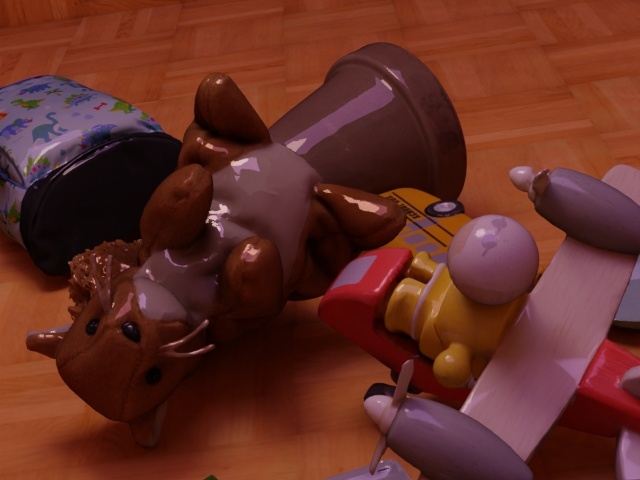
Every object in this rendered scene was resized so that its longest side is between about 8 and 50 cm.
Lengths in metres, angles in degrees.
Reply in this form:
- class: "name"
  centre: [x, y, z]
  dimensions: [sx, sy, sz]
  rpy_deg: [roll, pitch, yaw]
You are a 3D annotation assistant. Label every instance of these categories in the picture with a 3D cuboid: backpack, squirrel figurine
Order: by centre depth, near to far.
- class: "squirrel figurine"
  centre: [-0.159, 0.064, 1.542]
  dimensions: [0.370, 0.281, 0.397]
  rpy_deg: [-53, 6, -25]
- class: "backpack"
  centre: [-0.391, -0.113, 2.007]
  dimensions: [0.290, 0.273, 0.355]
  rpy_deg: [-28, 18, -23]

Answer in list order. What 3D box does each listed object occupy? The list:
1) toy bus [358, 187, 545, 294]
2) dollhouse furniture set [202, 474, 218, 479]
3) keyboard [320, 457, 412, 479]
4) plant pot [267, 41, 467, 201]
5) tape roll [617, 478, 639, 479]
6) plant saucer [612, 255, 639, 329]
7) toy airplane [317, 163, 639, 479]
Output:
- class: "toy bus"
  centre: [0.152, 0.037, 1.626]
  dimensions: [0.130, 0.108, 0.332]
  rpy_deg: [-17, 26, -18]
- class: "dollhouse furniture set"
  centre: [-0.071, 0.293, 1.236]
  dimensions: [0.151, 0.059, 0.076]
  rpy_deg: [38, 42, 24]
- class: "keyboard"
  centre: [-0.028, 0.272, 1.299]
  dimensions: [0.256, 0.014, 0.072]
  rpy_deg: [-16, 31, -14]
- class: "plant pot"
  centre: [0.036, -0.114, 1.824]
  dimensions: [0.229, 0.263, 0.263]
  rpy_deg: [-28, 31, -29]
- class: "tape roll"
  centre: [0.302, 0.238, 0.990]
  dimensions: [0.392, 0.072, 0.392]
  rpy_deg: [-2, -3, 0]
- class: "plant saucer"
  centre: [0.387, 0.064, 1.577]
  dimensions: [0.195, 0.037, 0.195]
  rpy_deg: [-8, 25, 4]
- class: "toy airplane"
  centre: [0.203, 0.093, 1.286]
  dimensions: [0.384, 0.272, 0.386]
  rpy_deg: [-19, 41, 1]
